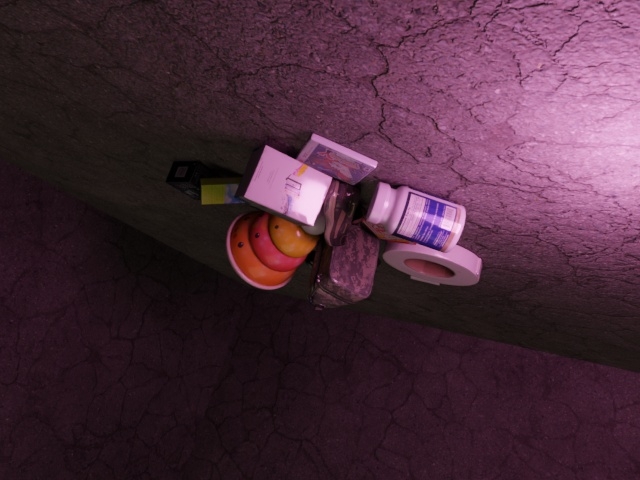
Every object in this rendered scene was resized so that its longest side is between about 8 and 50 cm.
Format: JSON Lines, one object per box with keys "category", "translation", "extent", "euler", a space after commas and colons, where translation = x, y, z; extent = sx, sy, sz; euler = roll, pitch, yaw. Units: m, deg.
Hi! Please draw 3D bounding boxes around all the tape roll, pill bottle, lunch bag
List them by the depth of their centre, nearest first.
{"category": "pill bottle", "translation": [0.277, -0.074, 1.504], "extent": [0.264, 0.153, 0.153], "euler": [19, 165, -1]}
{"category": "tape roll", "translation": [0.441, 0.082, 2.017], "extent": [0.391, 0.072, 0.392], "euler": [17, 164, 5]}
{"category": "lunch bag", "translation": [0.071, 0.110, 2.020], "extent": [0.212, 0.306, 0.256], "euler": [24, 149, -21]}

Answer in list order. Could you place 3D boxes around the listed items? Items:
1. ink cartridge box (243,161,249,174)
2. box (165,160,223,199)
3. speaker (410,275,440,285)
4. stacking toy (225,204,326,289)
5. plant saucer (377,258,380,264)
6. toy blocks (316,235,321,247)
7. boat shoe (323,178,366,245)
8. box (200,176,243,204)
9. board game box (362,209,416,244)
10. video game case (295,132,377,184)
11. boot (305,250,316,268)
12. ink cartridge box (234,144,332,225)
{"category": "ink cartridge box", "translation": [-0.181, -0.210, 1.735], "extent": [0.135, 0.056, 0.099], "euler": [15, 164, 13]}
{"category": "box", "translation": [-0.476, -0.227, 1.955], "extent": [0.155, 0.093, 0.158], "euler": [6, 162, 39]}
{"category": "speaker", "translation": [0.477, 0.162, 2.287], "extent": [0.136, 0.055, 0.055], "euler": [13, 164, 20]}
{"category": "stacking toy", "translation": [-0.123, -0.032, 2.004], "extent": [0.350, 0.351, 0.479], "euler": [27, 144, -28]}
{"category": "plant saucer", "translation": [0.133, 0.084, 2.428], "extent": [0.310, 0.050, 0.311], "euler": [16, 164, 5]}
{"category": "toy blocks", "translation": [0.000, 0.000, 2.271], "extent": [0.148, 0.054, 0.123], "euler": [10, 163, 25]}
{"category": "boat shoe", "translation": [0.084, -0.072, 1.725], "extent": [0.130, 0.133, 0.355], "euler": [9, 156, 8]}
{"category": "box", "translation": [-0.352, -0.184, 1.885], "extent": [0.178, 0.043, 0.109], "euler": [-4, 143, -16]}
{"category": "board game box", "translation": [0.251, -0.048, 1.828], "extent": [0.146, 0.045, 0.193], "euler": [8, 161, 34]}
{"category": "video game case", "translation": [0.041, -0.230, 1.475], "extent": [0.201, 0.023, 0.183], "euler": [21, 165, -12]}
{"category": "boot", "translation": [0.081, 0.071, 2.243], "extent": [0.246, 0.094, 0.207], "euler": [28, 133, -19]}
{"category": "ink cartridge box", "translation": [-0.117, -0.163, 1.572], "extent": [0.232, 0.168, 0.171], "euler": [24, 175, -20]}
